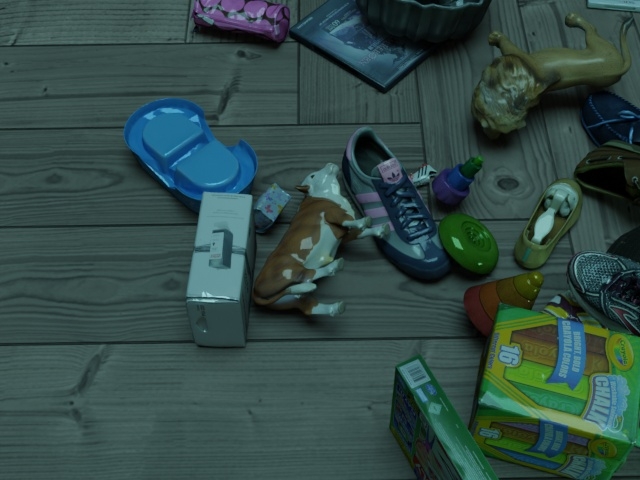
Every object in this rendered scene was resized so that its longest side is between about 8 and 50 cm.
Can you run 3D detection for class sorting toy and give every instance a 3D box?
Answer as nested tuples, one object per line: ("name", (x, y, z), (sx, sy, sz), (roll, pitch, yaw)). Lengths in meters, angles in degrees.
("sorting toy", (0.296, -0.006, 1.516), (0.127, 0.126, 0.365), (13, 47, -32))

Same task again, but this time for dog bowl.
("dog bowl", (-0.247, -0.157, 1.690), (0.297, 0.074, 0.166), (39, 63, 24))

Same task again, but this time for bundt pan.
("bundt pan", (0.217, -0.543, 1.913), (0.331, 0.124, 0.331), (5, 46, -6))

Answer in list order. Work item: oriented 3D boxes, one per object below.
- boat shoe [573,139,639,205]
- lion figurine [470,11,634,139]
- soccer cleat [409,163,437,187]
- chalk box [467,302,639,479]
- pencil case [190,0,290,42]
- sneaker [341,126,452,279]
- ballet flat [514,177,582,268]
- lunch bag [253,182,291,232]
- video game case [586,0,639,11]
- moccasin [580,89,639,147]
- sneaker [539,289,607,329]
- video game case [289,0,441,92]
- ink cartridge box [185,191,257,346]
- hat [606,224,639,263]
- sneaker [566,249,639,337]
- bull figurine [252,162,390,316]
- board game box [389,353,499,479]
("boat shoe", (0.589, -0.101, 1.568), (0.104, 0.110, 0.307), (-29, 22, -20))
("lion figurine", (0.476, -0.340, 1.749), (0.392, 0.142, 0.240), (-18, 38, 4))
("soccer cleat", (0.189, -0.116, 1.684), (0.036, 0.029, 0.083), (33, 56, 27))
("chalk box", (0.383, 0.242, 1.329), (0.289, 0.179, 0.180), (12, 56, 9))
("pencil case", (-0.174, -0.487, 1.919), (0.209, 0.095, 0.098), (11, 24, 9))
("sneaker", (0.131, -0.072, 1.588), (0.112, 0.131, 0.319), (-26, 58, -18))
("ballet flat", (0.426, -0.046, 1.602), (0.080, 0.073, 0.232), (24, 58, 16))
("lunch bag", (-0.100, -0.055, 1.615), (0.053, 0.083, 0.071), (41, 56, -12))
("video game case", (0.684, -0.587, 2.025), (0.143, 0.019, 0.157), (6, 54, 5))
("moccasin", (0.643, -0.191, 1.677), (0.138, 0.117, 0.342), (-29, 57, -19))
("sneaker", (0.457, 0.154, 1.460), (0.084, 0.069, 0.185), (-40, 64, -19))
("video game case", (0.096, -0.444, 1.925), (0.274, 0.026, 0.196), (35, 62, 24))
("ink cartridge box", (-0.163, 0.050, 1.486), (0.092, 0.158, 0.218), (4, 55, 3))
("hat", (0.640, 0.097, 1.461), (0.331, 0.134, 0.331), (-9, 42, 8))
("sneaker", (0.504, 0.095, 1.340), (0.121, 0.112, 0.299), (-47, 48, -5))
("bull figurine", (0.000, 0.000, 1.544), (0.188, 0.101, 0.310), (7, 57, 36))
("board game box", (0.193, 0.343, 1.237), (0.046, 0.213, 0.317), (-21, 56, -15))
